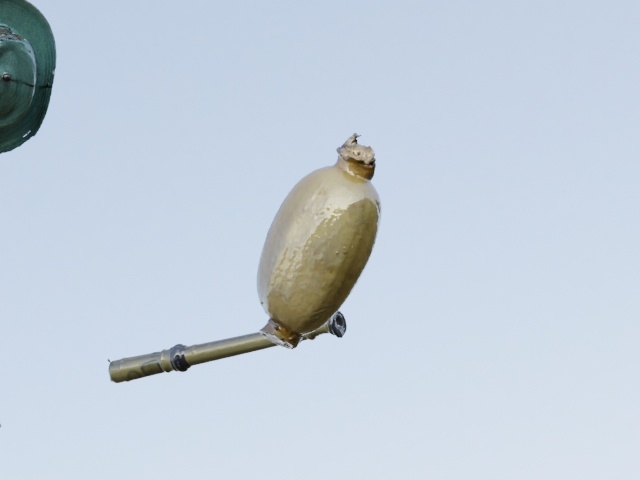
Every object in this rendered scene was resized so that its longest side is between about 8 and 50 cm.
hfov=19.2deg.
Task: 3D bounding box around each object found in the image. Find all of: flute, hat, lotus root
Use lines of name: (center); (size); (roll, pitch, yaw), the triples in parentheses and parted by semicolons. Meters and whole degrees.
flute: (-0.086, 0.095, 1.652); (0.233, 0.027, 0.027); (-14, -24, 24)
hat: (-0.357, -0.176, 2.073); (0.138, 0.078, 0.190); (12, -81, -31)
lotus root: (0.000, 0.000, 1.242); (0.062, 0.073, 0.150); (23, -89, -38)
